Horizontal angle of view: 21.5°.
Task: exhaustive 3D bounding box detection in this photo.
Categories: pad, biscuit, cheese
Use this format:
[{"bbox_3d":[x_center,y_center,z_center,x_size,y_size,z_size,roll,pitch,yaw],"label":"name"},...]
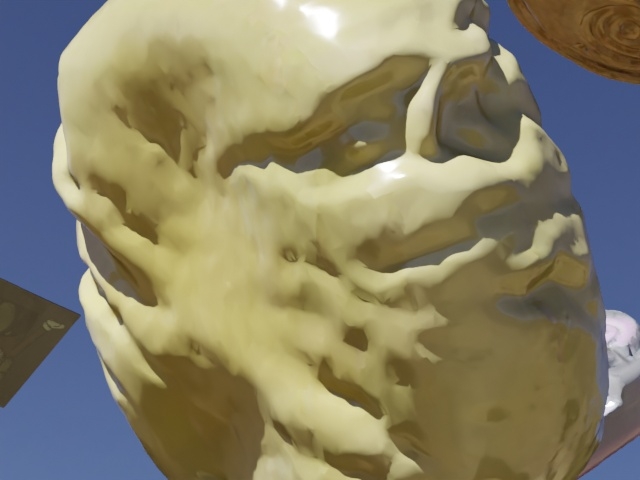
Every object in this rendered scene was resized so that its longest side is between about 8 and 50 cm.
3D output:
[{"bbox_3d":[-0.331,0.094,1.650,0.127,0.004,0.190,-50,-36,6],"label":"pad"},{"bbox_3d":[0.256,-0.197,1.236,0.289,0.044,0.202,3,-44,41],"label":"biscuit"},{"bbox_3d":[0.000,0.000,0.581,0.117,0.214,0.226,-23,8,-35],"label":"cheese"}]

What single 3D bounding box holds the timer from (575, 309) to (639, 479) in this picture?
[{"bbox_3d":[0.087,0.101,0.974,0.208,0.069,0.191,-27,14,-32],"label":"timer"}]
